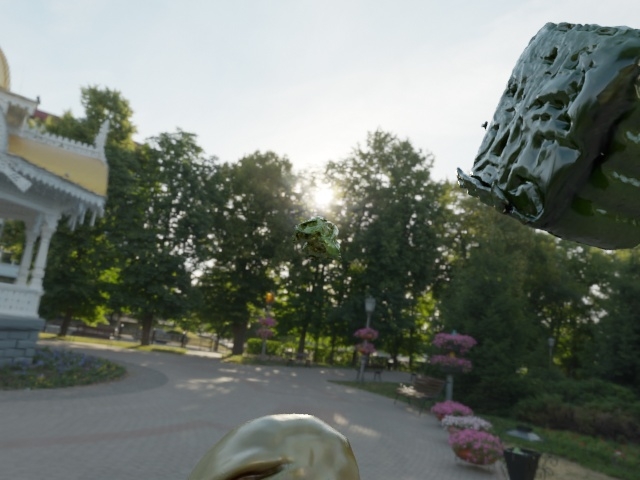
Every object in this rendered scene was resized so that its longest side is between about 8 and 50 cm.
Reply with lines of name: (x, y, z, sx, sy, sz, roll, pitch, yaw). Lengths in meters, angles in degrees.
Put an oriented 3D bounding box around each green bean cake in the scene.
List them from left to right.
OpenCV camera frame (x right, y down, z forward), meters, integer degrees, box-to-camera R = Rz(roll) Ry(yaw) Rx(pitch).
green bean cake: (0.406, -0.181, 0.795, 0.217, 0.320, 0.335, 13, 17, -17)

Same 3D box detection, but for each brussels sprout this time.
brussels sprout: (0.000, 0.000, 0.718, 0.085, 0.058, 0.085, 26, -36, 20)

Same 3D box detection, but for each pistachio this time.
pistachio: (-0.058, 0.244, 0.434, 0.215, 0.144, 0.144, -43, -30, 14)
